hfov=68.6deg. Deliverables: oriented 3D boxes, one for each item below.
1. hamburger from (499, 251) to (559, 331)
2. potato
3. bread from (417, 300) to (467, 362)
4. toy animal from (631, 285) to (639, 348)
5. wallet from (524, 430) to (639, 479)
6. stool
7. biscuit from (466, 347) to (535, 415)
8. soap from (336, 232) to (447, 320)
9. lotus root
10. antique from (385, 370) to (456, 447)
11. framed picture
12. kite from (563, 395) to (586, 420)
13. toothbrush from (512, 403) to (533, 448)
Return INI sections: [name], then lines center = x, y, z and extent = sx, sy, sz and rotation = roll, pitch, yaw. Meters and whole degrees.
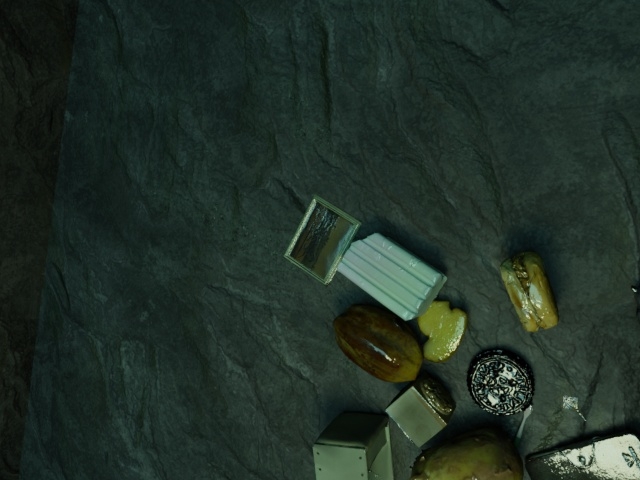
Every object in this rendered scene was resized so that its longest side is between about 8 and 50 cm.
[hamburger]
center = 0.553, 0.133, 1.238
extent = 0.108, 0.213, 0.214
rotation = -17, 87, 25
[potato]
center = 0.422, 0.640, 1.277
extent = 0.300, 0.289, 0.237
rotation = 31, 123, 3
[bread]
center = 0.358, 0.270, 1.411
extent = 0.149, 0.065, 0.188
rotation = 28, 102, 29
[toy animal]
center = 0.832, 0.213, 1.165
extent = 0.121, 0.117, 0.210
rotation = -25, 86, 30
[wallet]
center = 0.727, 0.625, 1.255
extent = 0.318, 0.045, 0.173
rotation = -34, 76, 32
[stool]
center = 0.111, 0.704, 1.448
extent = 0.170, 0.243, 0.270
rotation = -6, 91, 24
[biscuit]
center = 0.515, 0.408, 1.351
extent = 0.194, 0.053, 0.195
rotation = 2, 95, 24
[soap]
center = 0.213, 0.099, 1.425
extent = 0.289, 0.095, 0.173
rotation = 35, 100, 26
[lotus root]
center = 0.185, 0.311, 1.435
extent = 0.290, 0.193, 0.193
rotation = 31, 106, 28
[antique]
center = 0.307, 0.493, 1.398
extent = 0.147, 0.152, 0.148
rotation = 46, 112, 16
[framed picture]
center = 0.000, 0.000, 1.573
extent = 0.197, 0.014, 0.253
rotation = 33, 106, 18
[kite]
center = 0.700, 0.467, 1.302
extent = 0.044, 0.002, 0.078
rotation = -20, 85, 24
[toothbrush]
center = 0.566, 0.585, 1.360
extent = 0.018, 0.024, 0.257
rotation = 25, 105, 41
